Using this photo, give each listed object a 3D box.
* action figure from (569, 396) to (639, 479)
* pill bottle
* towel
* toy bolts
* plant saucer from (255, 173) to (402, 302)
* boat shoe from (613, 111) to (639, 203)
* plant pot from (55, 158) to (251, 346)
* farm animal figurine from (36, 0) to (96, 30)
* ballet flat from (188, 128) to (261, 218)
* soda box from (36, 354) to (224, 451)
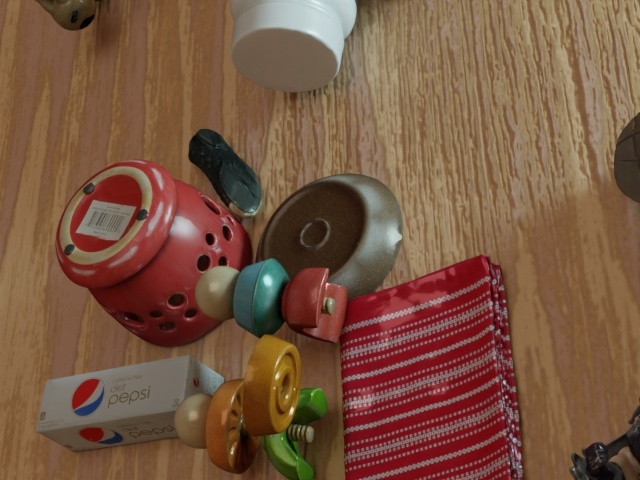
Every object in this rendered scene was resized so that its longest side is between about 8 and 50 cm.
[{"bbox_3d":[0.310,0.177,1.166,0.185,0.099,0.285,-39,8,6],"label":"action figure"},{"bbox_3d":[-0.029,-0.339,1.755,0.161,0.161,0.283,-11,56,29],"label":"pill bottle"},{"bbox_3d":[0.107,0.158,1.430,0.199,0.031,0.275,-20,53,25],"label":"towel"},{"bbox_3d":[-0.083,0.117,1.446,0.158,0.218,0.228,6,68,18],"label":"toy bolts"},{"bbox_3d":[0.000,0.000,1.602,0.198,0.036,0.198,-17,53,24],"label":"plant saucer"},{"bbox_3d":[0.419,-0.078,1.312,0.324,0.116,0.123,0,76,56],"label":"boat shoe"},{"bbox_3d":[-0.203,0.006,1.647,0.191,0.174,0.191,-18,51,23],"label":"plant pot"},{"bbox_3d":[-0.338,-0.470,2.064,0.327,0.172,0.330,23,84,54],"label":"farm animal figurine"},{"bbox_3d":[-0.118,-0.079,1.737,0.173,0.057,0.049,56,139,44],"label":"ballet flat"},{"bbox_3d":[-0.222,0.191,1.605,0.216,0.074,0.069,-13,56,28],"label":"soda box"}]
